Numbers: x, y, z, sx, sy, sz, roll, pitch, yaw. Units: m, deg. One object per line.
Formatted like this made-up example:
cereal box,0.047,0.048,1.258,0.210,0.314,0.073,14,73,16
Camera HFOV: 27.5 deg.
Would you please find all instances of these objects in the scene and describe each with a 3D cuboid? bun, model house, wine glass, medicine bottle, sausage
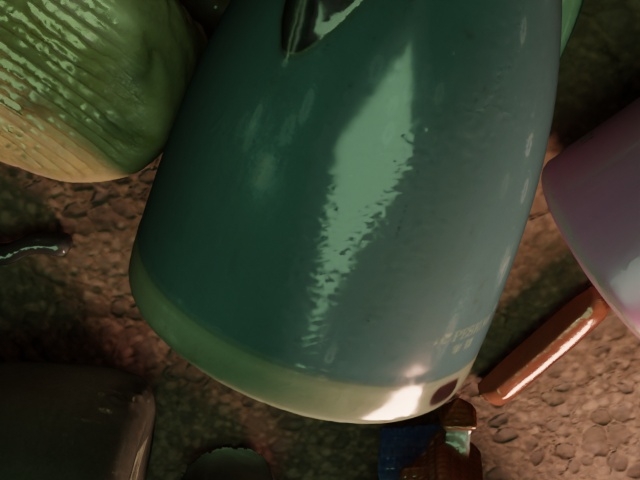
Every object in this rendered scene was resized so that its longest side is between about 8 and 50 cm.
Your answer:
bun,-0.181,-0.141,0.905,0.210,0.116,0.237,26,144,-16
model house,0.092,0.211,1.135,0.119,0.148,0.149,1,110,4
wine glass,-0.079,0.382,1.159,0.096,0.264,0.310,0,123,10
medicine bottle,0.322,-0.061,0.931,0.290,0.178,0.178,-36,116,19
sausage,0.188,0.092,1.113,0.030,0.035,0.147,22,121,-38

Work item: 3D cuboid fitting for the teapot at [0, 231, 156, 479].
teapot,-0.287,0.160,1.050,0.285,0.223,0.305,12,125,0

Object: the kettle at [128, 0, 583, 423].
kettle,0.059,-0.098,0.866,0.247,0.319,0.342,35,120,26

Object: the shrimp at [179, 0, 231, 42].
shrimp,-0.034,-0.228,0.897,0.152,0.046,0.219,27,121,-21
